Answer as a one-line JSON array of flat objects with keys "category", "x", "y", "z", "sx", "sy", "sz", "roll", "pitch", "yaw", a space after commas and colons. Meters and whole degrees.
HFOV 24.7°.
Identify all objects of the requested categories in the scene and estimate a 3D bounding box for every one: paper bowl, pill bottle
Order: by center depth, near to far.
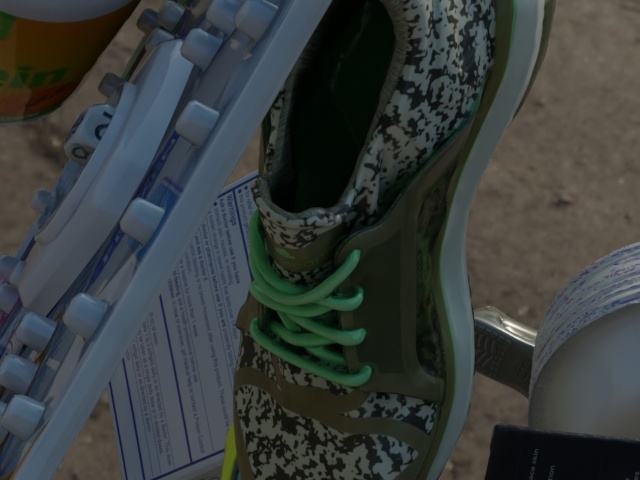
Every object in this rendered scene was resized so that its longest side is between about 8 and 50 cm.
[{"category": "pill bottle", "x": -0.147, "y": -0.157, "z": 0.727, "sx": 0.136, "sy": 0.245, "sz": 0.136, "roll": 6, "pitch": 73, "yaw": -21}, {"category": "paper bowl", "x": 0.312, "y": 0.145, "z": 1.201, "sx": 0.284, "sy": 0.284, "sz": 0.148, "roll": 15, "pitch": 38, "yaw": 4}]

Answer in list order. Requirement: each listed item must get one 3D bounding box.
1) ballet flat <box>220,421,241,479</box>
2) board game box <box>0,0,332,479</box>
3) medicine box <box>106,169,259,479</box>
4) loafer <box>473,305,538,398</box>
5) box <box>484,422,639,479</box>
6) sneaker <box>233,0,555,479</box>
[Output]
[{"category": "ballet flat", "x": -0.025, "y": 0.121, "z": 1.156, "sx": 0.077, "sy": 0.231, "sz": 0.077, "roll": 36, "pitch": -18, "yaw": -33}, {"category": "board game box", "x": -0.107, "y": -0.036, "z": 0.659, "sx": 0.050, "sy": 0.390, "sz": 0.390, "roll": 30, "pitch": 1, "yaw": -16}, {"category": "medicine box", "x": -0.065, "y": 0.098, "z": 1.439, "sx": 0.149, "sy": 0.289, "sz": 0.263, "roll": 21, "pitch": 50, "yaw": -53}, {"category": "loafer", "x": 0.280, "y": 0.150, "z": 1.780, "sx": 0.251, "sy": 0.094, "sz": 0.087, "roll": 32, "pitch": 35, "yaw": 1}, {"category": "box", "x": 0.170, "y": 0.198, "z": 0.859, "sx": 0.093, "sy": 0.156, "sz": 0.158, "roll": 23, "pitch": -15, "yaw": -36}, {"category": "sneaker", "x": 0.000, "y": 0.000, "z": 0.807, "sx": 0.158, "sy": 0.410, "sz": 0.182, "roll": 17, "pitch": 15, "yaw": 27}]
